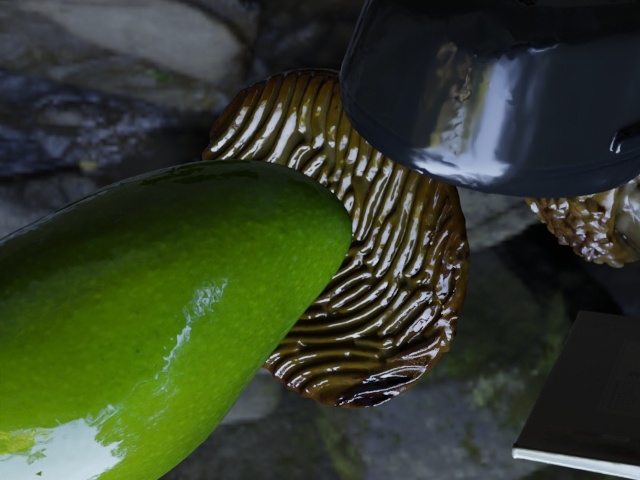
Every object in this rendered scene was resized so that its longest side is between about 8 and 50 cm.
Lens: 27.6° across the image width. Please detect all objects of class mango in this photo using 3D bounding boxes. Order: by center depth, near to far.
[{"bbox_3d":[-0.131,0.062,0.872,0.343,0.156,0.192,-30,109,-2],"label":"mango"}]

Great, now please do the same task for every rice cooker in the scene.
[{"bbox_3d":[0.109,-0.094,0.653,0.203,0.142,0.118,-14,132,-30],"label":"rice cooker"}]

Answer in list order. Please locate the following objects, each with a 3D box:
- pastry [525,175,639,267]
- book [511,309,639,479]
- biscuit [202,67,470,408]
[{"bbox_3d":[0.298,-0.099,1.188,0.316,0.184,0.284,24,126,30],"label":"pastry"},{"bbox_3d":[0.327,0.147,1.255,0.217,0.021,0.310,6,-158,21],"label":"book"},{"bbox_3d":[0.000,0.000,1.183,0.318,0.317,0.040,-29,172,42],"label":"biscuit"}]
